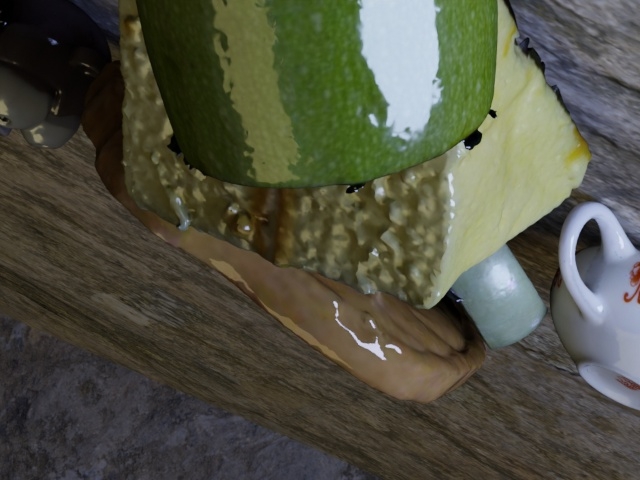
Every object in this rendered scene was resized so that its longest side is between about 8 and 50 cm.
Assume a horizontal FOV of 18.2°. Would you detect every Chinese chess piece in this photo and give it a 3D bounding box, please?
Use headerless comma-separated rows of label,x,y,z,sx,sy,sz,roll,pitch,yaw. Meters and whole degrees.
Chinese chess piece,0.112,0.014,1.504,0.144,0.058,0.144,57,-178,-3

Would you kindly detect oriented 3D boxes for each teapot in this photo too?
teapot,0.238,0.058,1.471,0.159,0.116,0.245,32,168,44

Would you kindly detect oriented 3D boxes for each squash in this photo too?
squash,-0.008,-0.169,0.984,0.189,0.189,0.260,18,129,40

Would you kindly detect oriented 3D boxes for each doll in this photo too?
doll,-0.269,-0.154,1.659,0.257,0.117,0.182,19,170,42

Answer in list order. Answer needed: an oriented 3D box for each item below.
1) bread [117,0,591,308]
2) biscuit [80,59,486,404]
bread,0.023,-0.126,1.240,0.263,0.198,0.236,19,131,31
biscuit,-0.021,-0.017,1.532,0.365,0.062,0.385,35,-169,-12
